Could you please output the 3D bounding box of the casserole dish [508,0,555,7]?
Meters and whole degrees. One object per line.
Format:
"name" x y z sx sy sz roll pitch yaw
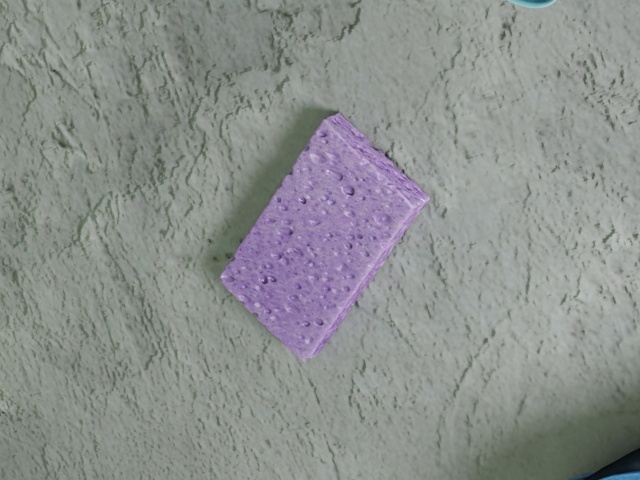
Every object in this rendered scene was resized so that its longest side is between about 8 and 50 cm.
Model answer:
"casserole dish" 0.141 -0.264 1.539 0.188 0.037 0.114 28 119 22

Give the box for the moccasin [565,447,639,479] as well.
"moccasin" 0.324 0.207 1.542 0.342 0.117 0.137 -29 90 32

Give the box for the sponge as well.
"sponge" 0.000 0.000 1.720 0.117 0.031 0.210 43 124 13
